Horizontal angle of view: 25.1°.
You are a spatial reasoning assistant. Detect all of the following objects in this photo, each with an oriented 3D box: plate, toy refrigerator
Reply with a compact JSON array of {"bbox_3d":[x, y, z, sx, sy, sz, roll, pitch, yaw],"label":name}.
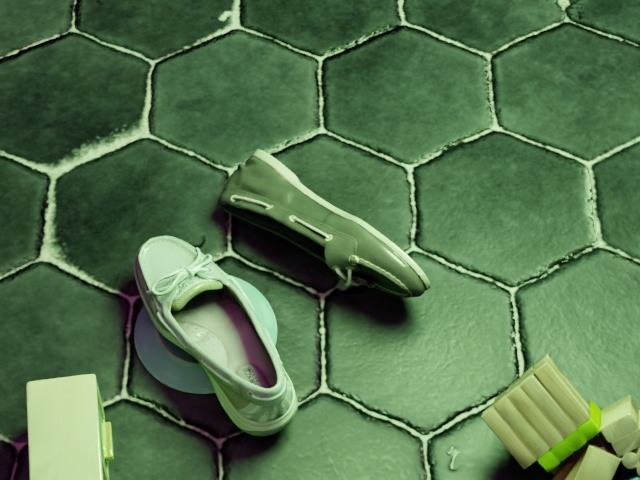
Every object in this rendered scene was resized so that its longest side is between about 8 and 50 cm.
[{"bbox_3d":[-0.150,0.114,1.876,0.188,0.024,0.188,0,53,0],"label":"plate"},{"bbox_3d":[-0.289,0.300,1.689,0.094,0.102,0.269,-7,53,-6],"label":"toy refrigerator"}]

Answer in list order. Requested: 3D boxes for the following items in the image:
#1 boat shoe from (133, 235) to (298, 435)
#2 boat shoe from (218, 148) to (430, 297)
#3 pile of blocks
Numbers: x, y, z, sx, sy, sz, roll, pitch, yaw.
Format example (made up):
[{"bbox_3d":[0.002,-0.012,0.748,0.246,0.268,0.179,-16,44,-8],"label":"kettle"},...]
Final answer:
[{"bbox_3d":[-0.134,0.100,1.806,0.118,0.103,0.320,-25,58,-18],"label":"boat shoe"},{"bbox_3d":[0.000,0.000,1.920,0.335,0.112,0.095,36,78,30],"label":"boat shoe"},{"bbox_3d":[0.372,0.262,1.736,0.362,0.149,0.112,26,14,7],"label":"pile of blocks"}]
